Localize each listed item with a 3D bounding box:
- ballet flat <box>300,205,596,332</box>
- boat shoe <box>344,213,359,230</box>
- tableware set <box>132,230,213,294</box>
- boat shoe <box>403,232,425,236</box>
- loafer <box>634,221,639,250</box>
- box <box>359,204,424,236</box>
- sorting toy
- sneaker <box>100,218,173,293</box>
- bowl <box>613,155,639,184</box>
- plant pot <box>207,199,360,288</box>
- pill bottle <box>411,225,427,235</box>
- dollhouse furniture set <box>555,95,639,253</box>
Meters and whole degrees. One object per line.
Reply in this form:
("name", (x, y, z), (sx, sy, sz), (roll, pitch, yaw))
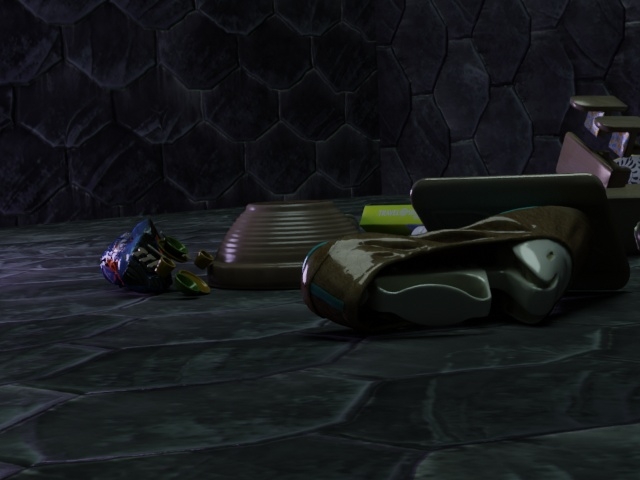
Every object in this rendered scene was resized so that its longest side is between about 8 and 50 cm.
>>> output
("ballet flat", (0.151, 0.038, 1.358), (0.343, 0.116, 0.124), (-4, 24, -24))
("boat shoe", (0.000, 0.000, 2.121), (0.065, 0.075, 0.206), (3, 11, 25))
("tableware set", (-0.176, 0.029, 1.769), (0.104, 0.024, 0.154), (37, 12, 5))
("boat shoe", (0.183, 0.016, 1.836), (0.081, 0.079, 0.227), (9, 16, 35))
("loafer", (0.448, 0.014, 1.684), (0.087, 0.094, 0.251), (-29, -22, 34))
("box", (0.163, -0.015, 2.130), (0.178, 0.042, 0.109), (0, -28, 35))
("sorting toy", (0.274, -0.012, 1.529), (0.307, 0.041, 0.229), (-1, -29, 20))
("sneaker", (-0.252, 0.035, 1.848), (0.087, 0.083, 0.221), (-28, 9, 1))
("bowl", (0.602, -0.077, 2.623), (0.170, 0.080, 0.170), (-1, -41, -1))
("plant pot", (-0.038, 0.002, 1.876), (0.237, 0.109, 0.237), (-2, 5, 0))
("pill bottle", (0.188, 0.003, 2.015), (0.065, 0.065, 0.116), (-6, 5, -40))
("dollhouse furniture set", (0.417, -0.082, 2.124), (0.161, 0.212, 0.242), (-3, 31, -23))
